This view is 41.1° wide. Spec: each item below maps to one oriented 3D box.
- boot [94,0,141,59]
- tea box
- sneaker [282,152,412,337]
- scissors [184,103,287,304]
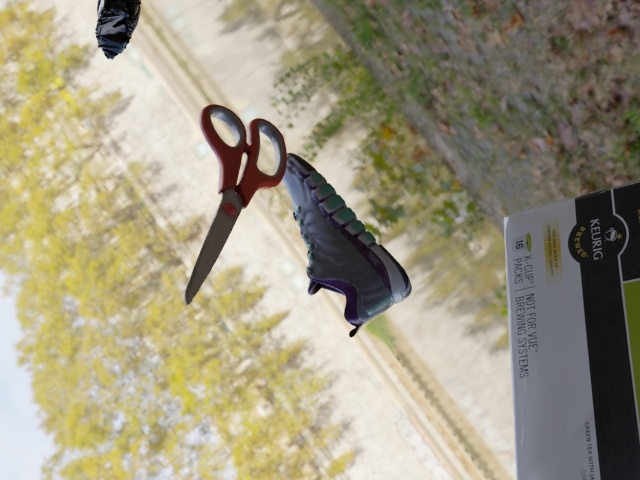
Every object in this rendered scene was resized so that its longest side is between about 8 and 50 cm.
[{"bbox_3d":[-0.201,-0.220,0.848,0.121,0.045,0.099,122,154,-50],"label":"boot"},{"bbox_3d":[0.359,0.124,0.765,0.220,0.323,0.329,34,-129,-45],"label":"tea box"},{"bbox_3d":[0.000,0.000,0.960,0.224,0.098,0.083,50,178,22],"label":"sneaker"},{"bbox_3d":[-0.080,-0.037,0.861,0.109,0.021,0.297,26,-141,-27],"label":"scissors"}]
